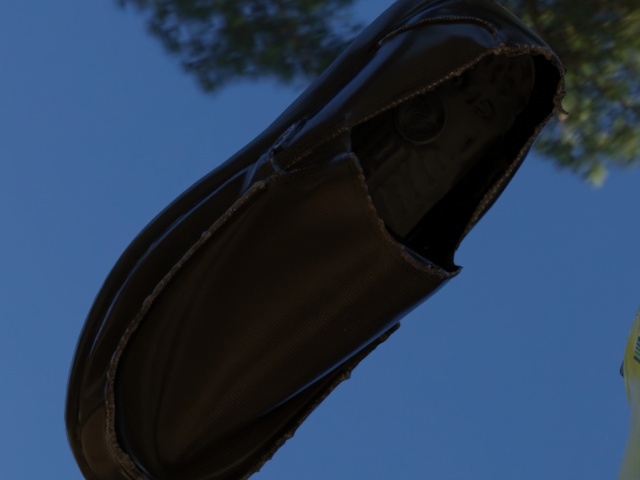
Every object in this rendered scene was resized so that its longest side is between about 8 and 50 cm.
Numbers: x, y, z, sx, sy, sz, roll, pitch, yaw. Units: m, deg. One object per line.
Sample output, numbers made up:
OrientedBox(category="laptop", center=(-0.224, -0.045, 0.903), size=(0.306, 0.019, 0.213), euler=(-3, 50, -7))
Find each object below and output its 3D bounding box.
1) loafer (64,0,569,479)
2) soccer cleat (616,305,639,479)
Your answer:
OrientedBox(category="loafer", center=(0.000, 0.000, 0.590), size=(0.080, 0.078, 0.220), euler=(41, -100, -21))
OrientedBox(category="soccer cleat", center=(0.165, 0.087, 0.718), size=(0.093, 0.289, 0.121), euler=(30, -41, -2))
